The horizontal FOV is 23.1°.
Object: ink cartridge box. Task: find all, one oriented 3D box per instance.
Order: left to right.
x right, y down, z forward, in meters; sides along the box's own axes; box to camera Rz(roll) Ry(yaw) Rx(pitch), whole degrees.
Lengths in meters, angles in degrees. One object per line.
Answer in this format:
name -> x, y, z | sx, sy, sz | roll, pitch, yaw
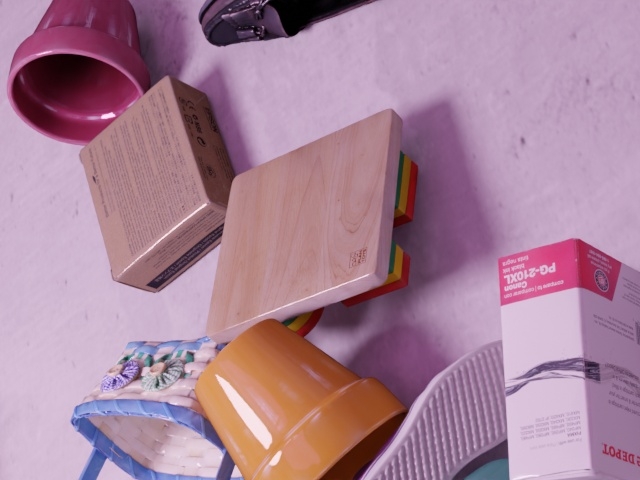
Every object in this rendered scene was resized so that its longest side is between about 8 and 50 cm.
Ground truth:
ink cartridge box -> -0.219, -0.077, 2.162 | 0.193, 0.088, 0.235 | -37, 54, 26
ink cartridge box -> 0.267, 0.140, 1.579 | 0.100, 0.172, 0.237 | -16, 64, 36

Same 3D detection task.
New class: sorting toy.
sorting toy -> 0.000, 0.000, 1.911 | 0.255, 0.089, 0.257 | -22, 43, 32

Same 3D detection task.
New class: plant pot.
plant pot -> -0.342, -0.268, 2.281 | 0.201, 0.201, 0.180 | -25, 43, 31
plant pot -> -0.036, 0.197, 1.784 | 0.188, 0.205, 0.205 | 46, 106, 15

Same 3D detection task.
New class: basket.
basket -> -0.197, 0.263, 1.925 | 0.255, 0.201, 0.289 | -8, 53, 37

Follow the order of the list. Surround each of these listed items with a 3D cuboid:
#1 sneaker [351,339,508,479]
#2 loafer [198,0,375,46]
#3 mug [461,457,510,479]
sneaker -> 0.122, 0.222, 1.754 | 0.282, 0.161, 0.102 | -42, 89, -14
loafer -> -0.038, -0.319, 2.092 | 0.302, 0.109, 0.095 | -22, 65, 29
mug -> 0.191, 0.291, 1.653 | 0.158, 0.097, 0.129 | 18, 121, 38
